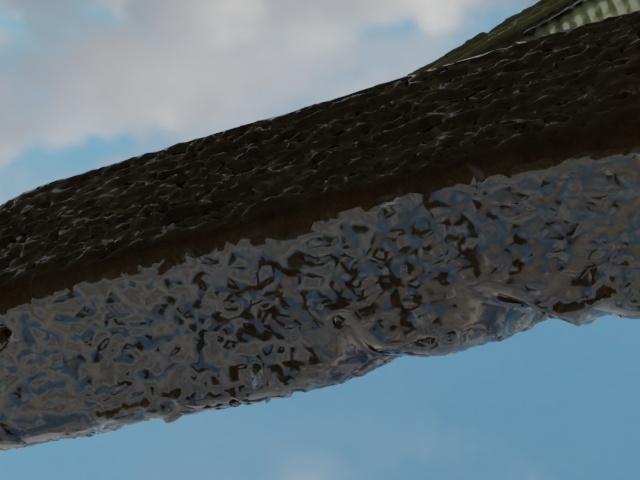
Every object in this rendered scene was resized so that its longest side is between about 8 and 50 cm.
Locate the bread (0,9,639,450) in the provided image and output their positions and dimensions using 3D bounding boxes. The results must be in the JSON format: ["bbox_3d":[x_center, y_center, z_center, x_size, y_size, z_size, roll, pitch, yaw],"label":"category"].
[{"bbox_3d":[-0.006,0.003,0.786,0.416,0.113,0.165,-14,-158,19],"label":"bread"}]

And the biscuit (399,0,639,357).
[{"bbox_3d":[0.115,-0.049,0.921,0.252,0.150,0.052,-30,-159,5],"label":"biscuit"}]
